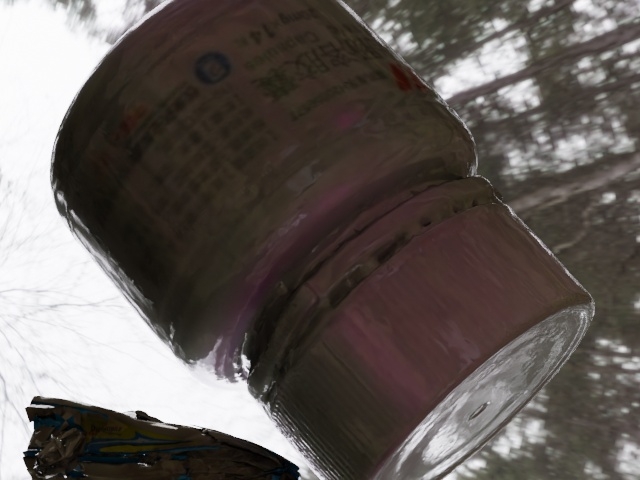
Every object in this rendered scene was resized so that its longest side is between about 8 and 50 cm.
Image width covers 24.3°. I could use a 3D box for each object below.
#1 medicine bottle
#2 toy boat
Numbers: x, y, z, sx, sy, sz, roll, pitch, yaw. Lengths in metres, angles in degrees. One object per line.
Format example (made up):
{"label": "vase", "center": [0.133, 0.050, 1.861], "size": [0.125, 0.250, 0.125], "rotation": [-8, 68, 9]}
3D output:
{"label": "medicine bottle", "center": [0.000, 0.000, 1.005], "size": [0.256, 0.256, 0.325], "rotation": [-38, -113, -12]}
{"label": "toy boat", "center": [-0.088, 0.128, 0.828], "size": [0.066, 0.210, 0.084], "rotation": [-54, -56, -36]}
